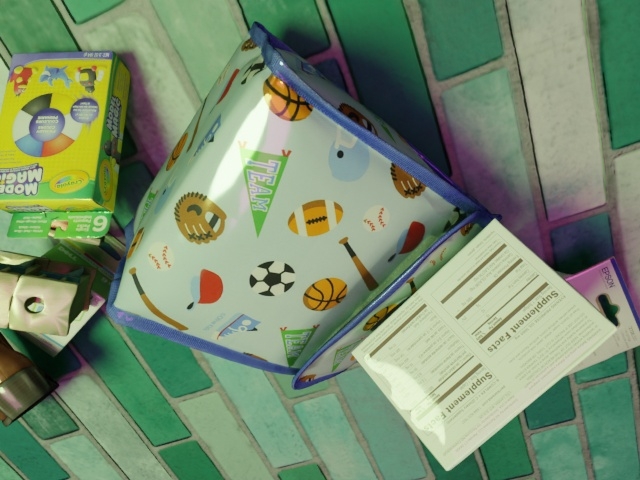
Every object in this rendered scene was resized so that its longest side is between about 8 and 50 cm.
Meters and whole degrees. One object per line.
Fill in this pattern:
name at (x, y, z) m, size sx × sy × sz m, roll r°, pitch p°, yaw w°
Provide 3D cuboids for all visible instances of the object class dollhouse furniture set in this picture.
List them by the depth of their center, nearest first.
dollhouse furniture set at (-0.359, 0.006, 0.564) m, size 0.128 × 0.129 × 0.184 m, roll 13°, pitch 92°, yaw -18°

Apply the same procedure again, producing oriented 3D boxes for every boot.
boot at (-0.551, 0.161, 0.694) m, size 0.281 × 0.096 × 0.264 m, roll 51°, pitch 150°, yaw -4°

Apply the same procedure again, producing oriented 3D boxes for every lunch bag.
lunch bag at (0.000, 0.000, 0.550) m, size 0.385 × 0.239 × 0.328 m, roll 30°, pitch 113°, yaw -30°

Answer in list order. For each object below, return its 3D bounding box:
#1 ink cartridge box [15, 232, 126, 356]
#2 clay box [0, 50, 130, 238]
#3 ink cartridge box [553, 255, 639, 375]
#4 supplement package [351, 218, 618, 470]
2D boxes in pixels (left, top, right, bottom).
ink cartridge box at (-0.389, 0.074, 0.680) m, size 0.109 × 0.062 × 0.209 m, roll 43°, pitch 109°, yaw -16°
clay box at (-0.308, -0.114, 0.523) m, size 0.127 × 0.053 × 0.222 m, roll -1°, pitch 74°, yaw 2°
ink cartridge box at (0.298, 0.165, 0.707) m, size 0.370 × 0.069 × 0.176 m, roll -29°, pitch 111°, yaw 17°
supplement package at (0.189, 0.115, 0.534) m, size 0.204 × 0.262 × 0.145 m, roll -45°, pitch 70°, yaw 9°
